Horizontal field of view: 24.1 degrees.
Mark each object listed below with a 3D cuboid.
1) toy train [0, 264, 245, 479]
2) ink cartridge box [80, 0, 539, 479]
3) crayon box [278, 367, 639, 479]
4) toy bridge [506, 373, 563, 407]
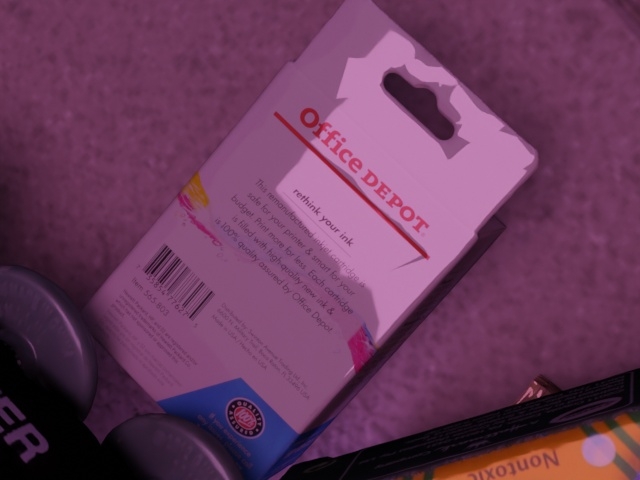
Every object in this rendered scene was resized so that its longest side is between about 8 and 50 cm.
[{"bbox_3d":[-0.174,0.097,0.598,0.334,0.142,0.190,44,120,12],"label":"toy train"},{"bbox_3d":[0.000,0.000,0.614,0.104,0.061,0.181,44,105,11],"label":"ink cartridge box"},{"bbox_3d":[0.122,0.218,0.560,0.203,0.083,0.323,-19,92,13],"label":"crayon box"},{"bbox_3d":[0.037,0.131,0.629,0.063,0.026,0.188,39,103,12],"label":"toy bridge"}]
